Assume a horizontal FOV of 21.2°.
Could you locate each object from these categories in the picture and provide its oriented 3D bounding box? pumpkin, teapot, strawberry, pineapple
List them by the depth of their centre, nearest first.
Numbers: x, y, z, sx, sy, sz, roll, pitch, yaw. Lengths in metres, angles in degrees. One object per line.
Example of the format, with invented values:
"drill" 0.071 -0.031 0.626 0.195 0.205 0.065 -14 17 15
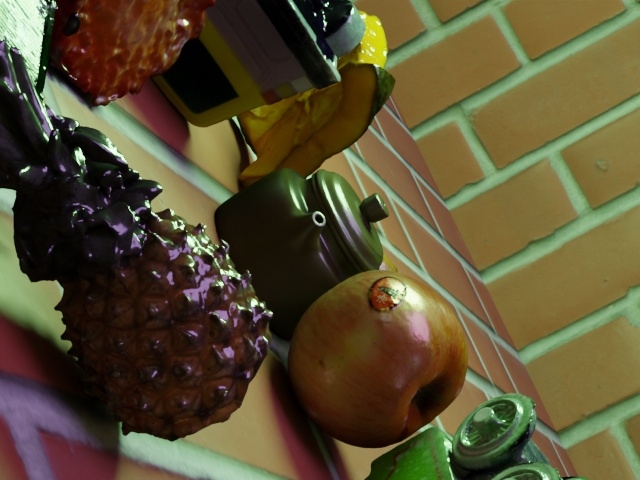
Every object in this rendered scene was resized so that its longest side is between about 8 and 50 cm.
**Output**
"pineapple" -0.178 -0.020 1.255 0.364 0.165 0.165 54 13 -24
"strawberry" -0.226 -0.263 1.704 0.178 0.234 0.234 35 -2 27
"teapot" 0.000 0.000 1.979 0.185 0.175 0.268 65 11 8
"pumpkin" -0.008 -0.163 2.155 0.095 0.258 0.290 43 18 -17

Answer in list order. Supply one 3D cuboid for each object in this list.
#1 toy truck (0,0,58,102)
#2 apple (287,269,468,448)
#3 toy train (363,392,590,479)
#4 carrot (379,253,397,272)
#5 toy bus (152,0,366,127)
"toy truck" -0.282 -0.195 1.384 0.121 0.088 0.259 54 14 -29
"apple" 0.063 0.131 1.866 0.164 0.209 0.209 47 2 31
"toy train" 0.162 0.307 1.739 0.173 0.249 0.307 53 12 -24
"carrot" 0.029 -0.006 2.430 0.205 0.072 0.072 52 13 -17
"toy bus" -0.088 -0.362 2.108 0.209 0.249 0.440 53 29 -34
